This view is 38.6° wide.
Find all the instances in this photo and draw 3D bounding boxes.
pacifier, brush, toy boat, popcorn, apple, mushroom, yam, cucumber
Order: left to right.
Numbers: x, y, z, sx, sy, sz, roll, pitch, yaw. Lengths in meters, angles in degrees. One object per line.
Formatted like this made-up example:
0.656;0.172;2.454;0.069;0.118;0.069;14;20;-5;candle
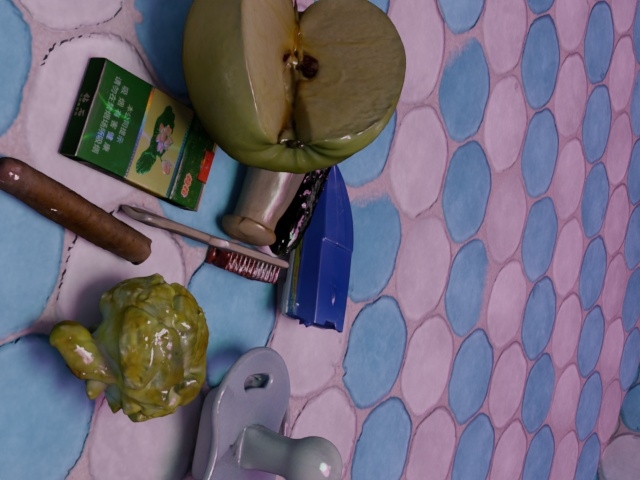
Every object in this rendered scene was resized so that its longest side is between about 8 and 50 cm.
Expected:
-0.301;-0.034;1.120;0.264;0.046;0.046;39;67;-53;yam
-0.239;0.132;1.157;0.213;0.198;0.197;-6;105;-28;popcorn
-0.161;0.011;1.316;0.321;0.060;0.050;24;90;-54;brush
-0.070;-0.112;1.378;0.108;0.096;0.246;24;80;-61;mushroom
-0.067;0.316;1.372;0.244;0.233;0.299;7;94;-58;pacifier
-0.053;-0.221;1.230;0.295;0.233;0.257;14;66;-30;apple
-0.021;-0.113;1.463;0.072;0.081;0.303;31;74;-27;cucumber
0.000;0.000;1.523;0.129;0.088;0.295;26;67;-53;toy boat

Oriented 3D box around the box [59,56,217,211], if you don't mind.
-0.228;-0.133;1.205;0.235;0.034;0.132;28;75;-54;box
